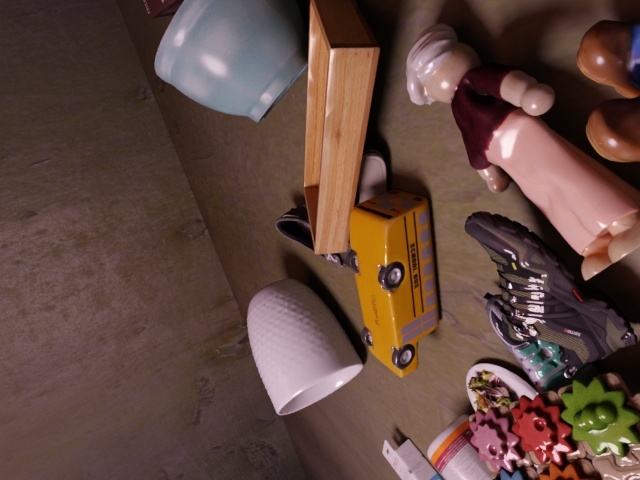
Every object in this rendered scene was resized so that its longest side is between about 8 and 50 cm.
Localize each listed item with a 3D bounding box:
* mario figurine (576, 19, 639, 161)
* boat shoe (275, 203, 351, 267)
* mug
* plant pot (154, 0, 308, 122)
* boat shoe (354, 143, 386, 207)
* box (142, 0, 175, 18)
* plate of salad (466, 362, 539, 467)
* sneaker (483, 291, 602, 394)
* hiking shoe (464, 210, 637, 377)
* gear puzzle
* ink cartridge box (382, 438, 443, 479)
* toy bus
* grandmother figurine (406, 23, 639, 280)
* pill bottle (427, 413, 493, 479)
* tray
[{"bbox_3d":[0.270,-0.181,0.215,0.198,0.170,0.320,62,157,12],"label":"mario figurine"},{"bbox_3d":[0.000,0.000,1.018,0.335,0.095,0.112,32,140,51],"label":"boat shoe"},{"bbox_3d":[-0.056,0.308,1.271,0.328,0.276,0.374,59,-174,27],"label":"mug"},{"bbox_3d":[-0.136,-0.353,0.785,0.196,0.293,0.293,42,160,-14],"label":"plant pot"},{"bbox_3d":[0.094,-0.090,0.805,0.065,0.075,0.206,-94,1,-47],"label":"boat shoe"},{"bbox_3d":[-0.376,-0.708,1.062,0.381,0.143,0.191,30,139,55],"label":"box"},{"bbox_3d":[0.324,0.306,0.711,0.200,0.048,0.200,46,151,36],"label":"plate of salad"},{"bbox_3d":[0.319,0.164,0.589,0.224,0.083,0.098,56,-172,3],"label":"sneaker"},{"bbox_3d":[0.248,0.065,0.497,0.227,0.086,0.114,45,115,11],"label":"hiking shoe"},{"bbox_3d":[0.309,0.254,0.472,0.339,0.044,0.176,-50,47,47],"label":"gear puzzle"},{"bbox_3d":[0.254,0.628,1.142,0.180,0.060,0.104,45,150,37],"label":"ink cartridge box"},{"bbox_3d":[0.140,0.086,0.774,0.108,0.130,0.333,27,136,53],"label":"toy bus"},{"bbox_3d":[0.216,-0.120,0.471,0.343,0.104,0.208,57,169,22],"label":"grandmother figurine"},{"bbox_3d":[0.317,0.452,0.772,0.221,0.121,0.121,44,149,38],"label":"pill bottle"},{"bbox_3d":[0.021,-0.185,0.744,0.411,0.076,0.203,94,169,-49],"label":"tray"}]
